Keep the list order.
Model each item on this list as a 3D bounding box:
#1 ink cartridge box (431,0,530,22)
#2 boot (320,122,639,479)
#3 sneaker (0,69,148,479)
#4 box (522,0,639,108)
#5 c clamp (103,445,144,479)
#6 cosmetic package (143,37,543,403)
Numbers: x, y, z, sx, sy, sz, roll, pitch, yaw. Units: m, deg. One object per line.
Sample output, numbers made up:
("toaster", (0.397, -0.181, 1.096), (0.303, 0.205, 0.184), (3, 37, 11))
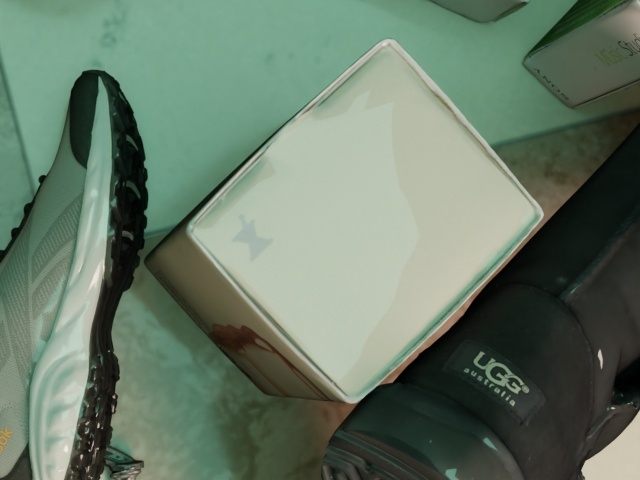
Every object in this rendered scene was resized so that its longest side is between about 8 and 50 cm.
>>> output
("ink cartridge box", (0.096, -0.272, 1.160), (0.154, 0.093, 0.212), (24, 85, -9))
("boot", (0.168, 0.075, 1.108), (0.146, 0.367, 0.445), (36, 58, 12))
("sneaker", (-0.171, 0.022, 1.096), (0.108, 0.100, 0.272), (10, 81, 8))
("box", (0.282, -0.224, 1.122), (0.322, 0.232, 0.058), (-45, 95, -9))
("c clamp", (-0.139, 0.201, 1.133), (0.137, 0.022, 0.161), (-10, 91, -5))
("cosmetic package", (0.000, 0.000, 1.025), (0.153, 0.296, 0.129), (-43, 93, -9))
